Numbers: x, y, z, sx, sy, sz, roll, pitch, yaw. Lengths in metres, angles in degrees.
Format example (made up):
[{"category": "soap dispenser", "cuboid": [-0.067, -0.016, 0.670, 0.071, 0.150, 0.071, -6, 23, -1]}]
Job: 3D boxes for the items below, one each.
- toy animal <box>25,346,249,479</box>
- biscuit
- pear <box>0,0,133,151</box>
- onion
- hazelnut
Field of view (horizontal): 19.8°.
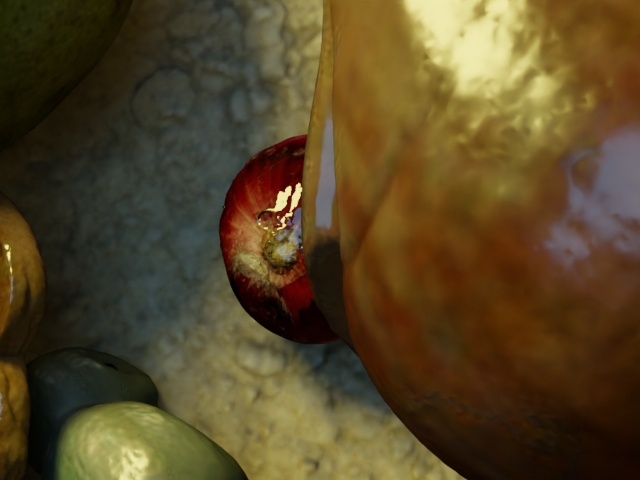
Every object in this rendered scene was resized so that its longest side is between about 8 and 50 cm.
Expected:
[{"category": "toy animal", "cuboid": [-0.138, 0.121, 1.127, 0.251, 0.125, 0.127, 44, 119, 34]}, {"category": "biscuit", "cuboid": [-0.236, 0.100, 1.125, 0.208, 0.041, 0.290, 53, 125, 39]}, {"category": "pear", "cuboid": [-0.283, -0.211, 1.108, 0.352, 0.352, 0.413, 2, 53, 12]}, {"category": "onion", "cuboid": [0.000, 0.000, 1.122, 0.131, 0.131, 0.131, -2, 77, 11]}, {"category": "hazelnut", "cuboid": [0.167, -0.052, 0.972, 0.359, 0.359, 0.409, 26, 66, 16]}]
